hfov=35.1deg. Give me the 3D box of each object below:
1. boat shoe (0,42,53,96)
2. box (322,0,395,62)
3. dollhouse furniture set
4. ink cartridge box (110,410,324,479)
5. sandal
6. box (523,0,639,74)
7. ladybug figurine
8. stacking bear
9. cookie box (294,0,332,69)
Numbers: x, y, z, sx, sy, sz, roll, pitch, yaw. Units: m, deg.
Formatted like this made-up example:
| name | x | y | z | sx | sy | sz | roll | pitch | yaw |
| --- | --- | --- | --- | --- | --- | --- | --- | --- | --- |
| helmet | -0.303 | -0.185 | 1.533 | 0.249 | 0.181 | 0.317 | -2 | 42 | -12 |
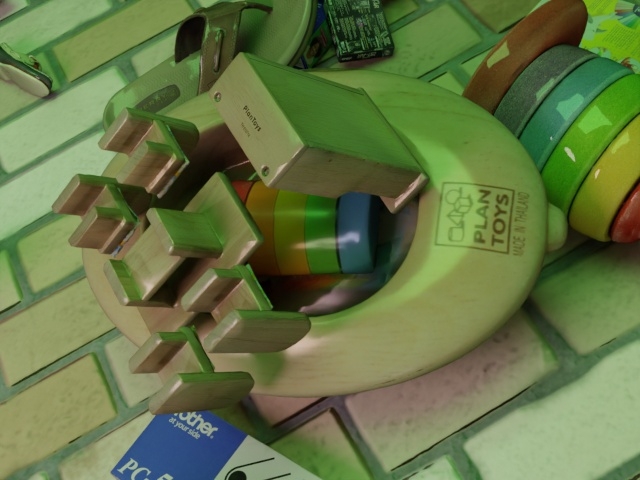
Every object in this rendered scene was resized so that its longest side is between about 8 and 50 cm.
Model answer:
| name | x | y | z | sx | sy | sz | roll | pitch | yaw |
| --- | --- | --- | --- | --- | --- | --- | --- | --- | --- |
| boat shoe | -0.391 | -0.227 | 1.324 | 0.137 | 0.049 | 0.043 | 25 | 64 | 37 |
| box | 0.044 | -0.252 | 1.186 | 0.067 | 0.018 | 0.083 | -11 | 70 | -12 |
| dollhouse furniture set | -0.060 | -0.015 | 0.818 | 0.242 | 0.161 | 0.212 | -46 | 60 | 25 |
| ink cartridge box | -0.078 | 0.222 | 0.890 | 0.207 | 0.046 | 0.097 | 24 | 64 | 31 |
| sandal | -0.130 | -0.209 | 1.161 | 0.302 | 0.086 | 0.120 | -36 | 57 | 6 |
| box | 0.305 | -0.210 | 1.083 | 0.179 | 0.043 | 0.105 | 30 | 68 | 36 |
| ladybug figurine | 0.000 | 0.000 | 0.932 | 0.449 | 0.162 | 0.305 | 3 | 73 | 22 |
| stacking bear | 0.277 | -0.068 | 0.918 | 0.289 | 0.175 | 0.164 | 40 | 45 | 24 |
| cookie box | -0.025 | -0.265 | 1.232 | 0.091 | 0.040 | 0.107 | 23 | 65 | 30 |
